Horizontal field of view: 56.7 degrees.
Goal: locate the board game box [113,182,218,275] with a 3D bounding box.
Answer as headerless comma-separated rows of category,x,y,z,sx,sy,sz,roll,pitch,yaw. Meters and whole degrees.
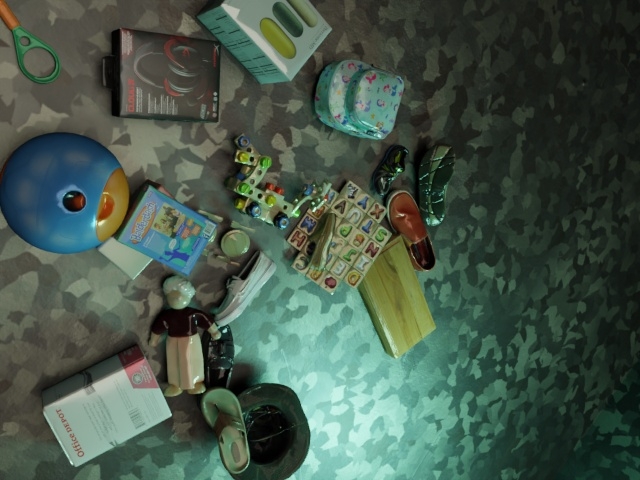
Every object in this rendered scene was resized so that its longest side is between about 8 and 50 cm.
board game box,-0.392,-0.025,1.514,0.210,0.047,0.160,33,84,-33

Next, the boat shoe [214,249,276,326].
boat shoe,-0.244,0.140,1.794,0.084,0.095,0.258,48,66,-25

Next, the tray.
tray,0.258,0.198,2.098,0.202,0.076,0.411,-33,114,-20

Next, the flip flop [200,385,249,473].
flip flop,-0.272,0.560,1.743,0.112,0.080,0.277,-16,95,-20

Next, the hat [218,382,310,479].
hat,-0.197,0.611,1.894,0.331,0.134,0.331,1,88,-29

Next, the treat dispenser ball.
treat dispenser ball,-0.605,-0.112,1.408,0.288,0.288,0.288,-7,104,-29

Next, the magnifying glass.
magnifying glass,-0.714,-0.486,1.419,0.092,0.026,0.231,-37,118,-18

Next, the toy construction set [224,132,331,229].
toy construction set,-0.139,-0.156,1.758,0.327,0.151,0.215,23,89,-21

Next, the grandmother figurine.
grandmother figurine,-0.393,0.268,1.707,0.207,0.104,0.342,-7,99,-13

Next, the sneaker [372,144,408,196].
sneaker,0.236,-0.236,1.986,0.067,0.078,0.188,29,87,-31

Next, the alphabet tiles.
alphabet tiles,0.065,-0.010,1.931,0.285,0.011,0.343,36,82,-15

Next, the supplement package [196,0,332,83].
supplement package,-0.153,-0.594,1.613,0.262,0.198,0.199,42,78,-30

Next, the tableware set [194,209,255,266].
tableware set,-0.302,-0.013,1.750,0.194,0.039,0.128,21,102,-26

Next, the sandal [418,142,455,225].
sandal,0.398,-0.200,2.086,0.120,0.086,0.303,9,118,6

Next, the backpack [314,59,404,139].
backpack,0.117,-0.435,1.820,0.253,0.191,0.225,13,95,-26

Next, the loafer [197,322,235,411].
loafer,-0.306,0.396,1.802,0.109,0.095,0.303,4,99,-31

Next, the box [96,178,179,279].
box,-0.479,-0.034,1.577,0.232,0.148,0.127,-48,120,-13

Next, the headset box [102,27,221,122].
headset box,-0.418,-0.424,1.549,0.293,0.110,0.218,-2,102,-30

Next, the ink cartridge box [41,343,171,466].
ink cartridge box,-0.588,0.449,1.634,0.283,0.117,0.207,-25,112,-21

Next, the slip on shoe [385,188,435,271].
slip on shoe,0.323,-0.031,2.066,0.123,0.101,0.331,-29,113,-15

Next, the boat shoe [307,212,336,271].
boat shoe,0.000,0.000,1.877,0.072,0.068,0.190,14,86,-1
